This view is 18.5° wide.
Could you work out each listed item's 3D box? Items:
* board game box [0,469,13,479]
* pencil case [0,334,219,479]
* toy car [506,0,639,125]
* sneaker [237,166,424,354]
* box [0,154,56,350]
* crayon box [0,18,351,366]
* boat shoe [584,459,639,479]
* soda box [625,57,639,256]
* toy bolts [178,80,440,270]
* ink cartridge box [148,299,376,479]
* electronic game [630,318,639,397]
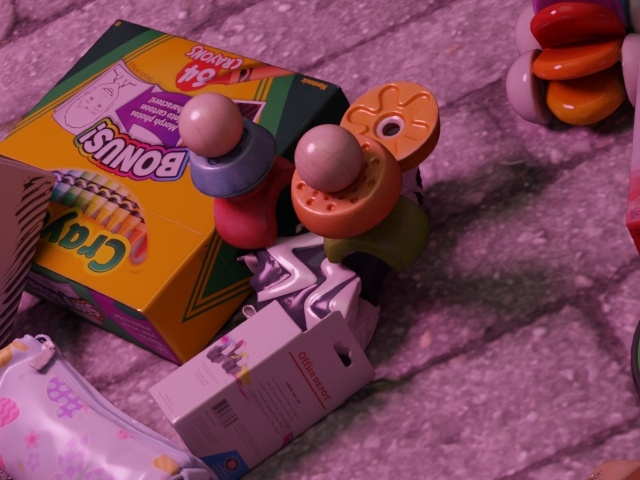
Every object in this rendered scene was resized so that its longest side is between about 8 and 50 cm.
[{"bbox_3d":[-0.332,0.236,1.907,0.186,0.026,0.126,-12,43,21],"label":"board game box"},{"bbox_3d":[-0.209,0.194,1.785,0.273,0.113,0.124,34,93,38],"label":"pencil case"},{"bbox_3d":[0.256,-0.206,1.921,0.159,0.136,0.182,-9,45,24],"label":"toy car"},{"bbox_3d":[0.000,0.000,1.896,0.153,0.094,0.235,7,62,25],"label":"sneaker"},{"bbox_3d":[-0.366,0.044,1.969,0.113,0.094,0.275,20,95,43],"label":"box"},{"bbox_3d":[-0.181,-0.062,2.057,0.363,0.106,0.313,21,61,42],"label":"crayon box"},{"bbox_3d":[0.249,0.230,1.500,0.324,0.122,0.120,-24,44,-6],"label":"boat shoe"},{"bbox_3d":[0.331,-0.072,1.751,0.092,0.083,0.263,-14,34,21],"label":"soda box"},{"bbox_3d":[-0.014,-0.094,1.807,0.228,0.158,0.218,2,56,28],"label":"toy bolts"},{"bbox_3d":[-0.051,0.131,1.787,0.181,0.104,0.061,-35,41,-6],"label":"ink cartridge box"},{"bbox_3d":[0.370,0.082,1.629,0.229,0.048,0.229,-17,42,16],"label":"electronic game"}]
